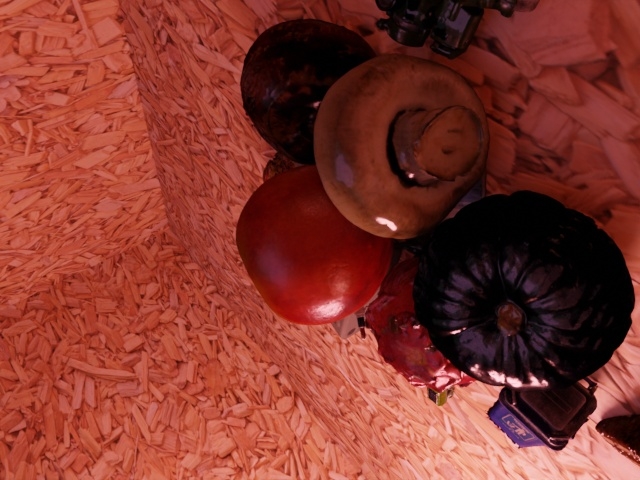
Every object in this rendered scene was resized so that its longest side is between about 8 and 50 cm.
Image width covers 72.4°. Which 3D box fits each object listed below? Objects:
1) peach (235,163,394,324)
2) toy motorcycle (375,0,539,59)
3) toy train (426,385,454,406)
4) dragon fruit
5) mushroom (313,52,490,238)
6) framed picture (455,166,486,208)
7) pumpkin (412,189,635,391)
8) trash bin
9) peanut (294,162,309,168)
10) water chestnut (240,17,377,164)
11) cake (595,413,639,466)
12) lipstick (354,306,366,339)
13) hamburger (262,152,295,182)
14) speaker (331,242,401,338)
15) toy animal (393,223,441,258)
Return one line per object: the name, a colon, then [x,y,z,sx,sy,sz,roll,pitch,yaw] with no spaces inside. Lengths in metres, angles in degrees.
peach: [0.000,0.000,1.042,0.388,0.388,0.388,39,146,33]
toy motorcycle: [0.211,-0.405,0.743,0.275,0.127,0.205,49,148,24]
toy train: [0.367,0.422,1.334,0.060,0.081,0.202,28,139,45]
dragon fruit: [0.272,0.234,1.122,0.386,0.249,0.370,24,139,32]
mushroom: [0.156,-0.169,0.816,0.260,0.352,0.352,23,137,64]
framed picture: [0.290,-0.122,0.959,0.149,0.011,0.109,9,115,42]
pumpkin: [0.352,0.089,0.795,0.364,0.266,0.363,11,111,29]
trash bin: [0.499,0.379,1.012,0.162,0.184,0.234,44,160,26]
peanut: [0.005,-0.162,1.237,0.137,0.253,0.122,-33,59,28]
water chestnut: [-0.011,-0.354,1.026,0.350,0.351,0.302,111,166,-56]
cake: [0.631,0.417,0.849,0.112,0.135,0.246,51,151,12]
lipstick: [0.104,0.204,1.139,0.025,0.025,0.107,102,161,-79]
hamburger: [-0.116,-0.195,1.499,0.231,0.107,0.231,42,155,25]
speaker: [0.099,0.119,1.378,0.184,0.183,0.406,48,150,31]
toy animal: [0.235,-0.027,1.113,0.148,0.085,0.232,37,141,33]
